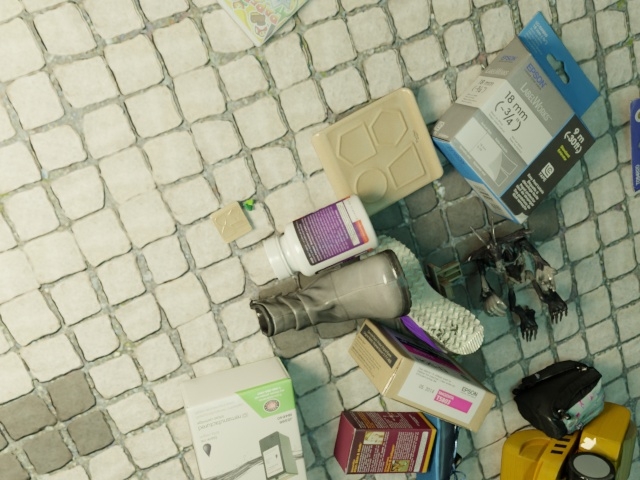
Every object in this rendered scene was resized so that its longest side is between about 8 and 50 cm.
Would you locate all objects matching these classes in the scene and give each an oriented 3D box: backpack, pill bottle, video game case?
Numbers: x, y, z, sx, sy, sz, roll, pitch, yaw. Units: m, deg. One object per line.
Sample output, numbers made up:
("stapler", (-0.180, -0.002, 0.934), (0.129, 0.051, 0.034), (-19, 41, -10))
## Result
("backpack", (0.541, 0.350, 1.552), (0.182, 0.152, 0.115), (-29, 123, -18))
("pill bottle", (0.000, 0.000, 1.275), (0.193, 0.108, 0.108), (-23, 111, 2))
("video game case", (-0.106, -0.478, 1.161), (0.206, 0.026, 0.227), (-45, 113, -2))

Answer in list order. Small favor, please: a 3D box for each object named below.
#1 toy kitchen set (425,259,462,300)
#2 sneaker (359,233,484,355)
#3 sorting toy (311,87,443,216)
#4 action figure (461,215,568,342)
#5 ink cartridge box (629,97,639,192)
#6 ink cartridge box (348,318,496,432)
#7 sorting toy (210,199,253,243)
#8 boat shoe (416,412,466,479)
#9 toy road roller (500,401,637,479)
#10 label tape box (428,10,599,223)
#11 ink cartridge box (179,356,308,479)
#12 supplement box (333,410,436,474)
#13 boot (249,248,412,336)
("toy kitchen set", (0.257, 0.064, 1.399), (0.075, 0.083, 0.068), (-24, 111, -11))
("sneaker", (0.176, 0.120, 1.372), (0.102, 0.146, 0.293), (-42, 83, -15))
("sorting toy", (0.108, -0.159, 1.318), (0.208, 0.038, 0.193), (-28, 111, -5))
("action figure", (0.400, 0.082, 1.418), (0.164, 0.141, 0.276), (-32, 119, 20))
("ink cartridge box", (0.768, -0.230, 1.494), (0.224, 0.045, 0.223), (-23, 120, -10))
("ink cartridge box", (0.196, 0.262, 1.373), (0.234, 0.193, 0.088), (26, 95, -23))
("sorting toy", (-0.151, -0.040, 1.273), (0.083, 0.012, 0.062), (-29, 107, -5))
("boat shoe", (0.269, 0.472, 1.504), (0.089, 0.109, 0.258), (0, 107, -22))
("toy road roller", (0.552, 0.501, 1.578), (0.329, 0.240, 0.203), (-30, 125, -48))
("label tape box", (0.404, -0.239, 1.354), (0.240, 0.106, 0.334), (42, 89, -24))
("ink cartridge box", (-0.141, 0.386, 1.336), (0.198, 0.115, 0.273), (-14, 108, -15))
("supplement box", (0.132, 0.419, 1.455), (0.188, 0.081, 0.104), (6, 103, -20))
("boot", (0.006, 0.111, 1.198), (0.222, 0.338, 0.118), (-15, 82, -18))
